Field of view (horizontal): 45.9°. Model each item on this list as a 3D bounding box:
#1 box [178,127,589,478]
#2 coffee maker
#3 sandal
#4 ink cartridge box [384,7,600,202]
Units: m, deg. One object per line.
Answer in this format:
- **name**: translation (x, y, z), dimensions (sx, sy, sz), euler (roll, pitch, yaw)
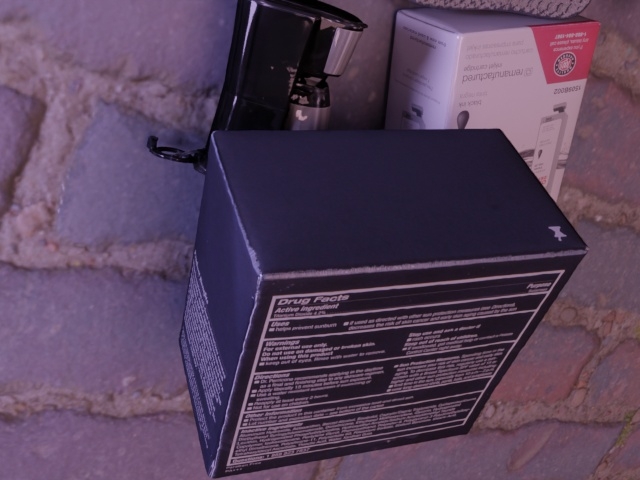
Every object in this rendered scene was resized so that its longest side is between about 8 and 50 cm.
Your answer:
- **box**: translation (0.036, 0.056, 0.725), dimensions (0.296, 0.183, 0.294), euler (-4, 138, -22)
- **coffee maker**: translation (-0.059, -0.147, 0.724), dimensions (0.171, 0.120, 0.178), euler (0, 117, -32)
- **sandal**: translation (0.161, -0.284, 0.790), dimensions (0.254, 0.054, 0.097), euler (12, 115, -13)
- **ink cartridge box**: translation (0.188, -0.124, 0.893), dimensions (0.207, 0.117, 0.283), euler (-13, 123, -26)
